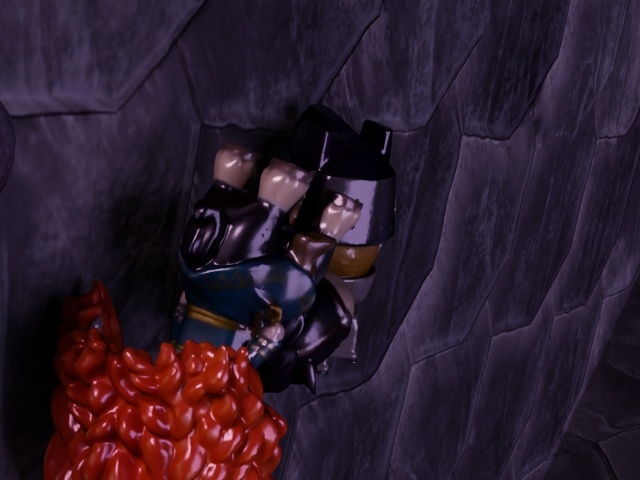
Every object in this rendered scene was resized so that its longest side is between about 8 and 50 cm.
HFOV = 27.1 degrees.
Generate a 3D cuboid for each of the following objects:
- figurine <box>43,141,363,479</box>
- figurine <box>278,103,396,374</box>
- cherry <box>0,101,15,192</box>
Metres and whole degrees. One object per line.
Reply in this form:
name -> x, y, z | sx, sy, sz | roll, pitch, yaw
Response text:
figurine -> -0.097, 0.110, 1.235 | 0.412, 0.241, 0.306 | -56, 161, -29
figurine -> 0.004, 0.000, 1.476 | 0.308, 0.143, 0.309 | 19, 90, -79
cherry -> -0.286, -0.055, 0.871 | 0.176, 0.140, 0.176 | -55, 163, -25
